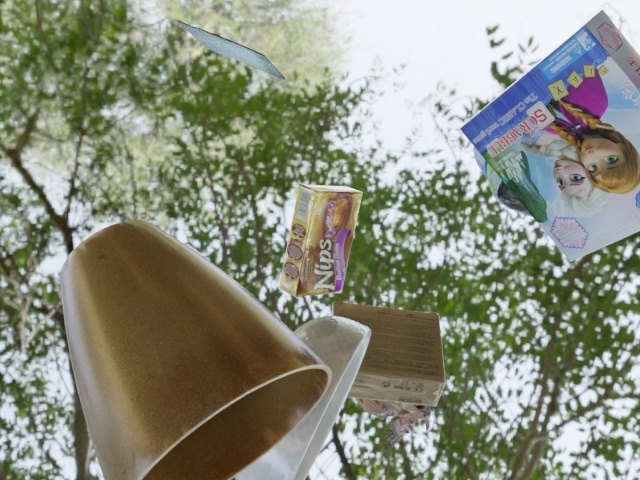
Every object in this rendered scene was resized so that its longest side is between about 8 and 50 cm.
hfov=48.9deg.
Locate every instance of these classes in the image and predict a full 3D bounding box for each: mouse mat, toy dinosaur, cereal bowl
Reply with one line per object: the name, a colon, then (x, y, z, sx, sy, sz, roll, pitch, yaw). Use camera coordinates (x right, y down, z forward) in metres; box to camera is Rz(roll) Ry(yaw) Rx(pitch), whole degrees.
mouse mat: (-0.164, -0.354, 1.316, 0.189, 0.007, 0.152, 24, -179, 14)
toy dinosaur: (0.144, 0.371, 1.624, 0.200, 0.127, 0.296, 41, 176, 5)
cereal bowl: (-0.048, 0.271, 1.168, 0.141, 0.339, 0.339, 24, -150, 10)

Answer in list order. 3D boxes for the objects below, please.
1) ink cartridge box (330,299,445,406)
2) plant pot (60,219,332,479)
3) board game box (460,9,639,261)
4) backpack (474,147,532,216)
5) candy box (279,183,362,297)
ink cartridge box: (0.132, 0.234, 1.472, 0.234, 0.088, 0.193, 7, -140, -1)
plant pot: (-0.155, 0.108, 0.726, 0.237, 0.237, 0.254, -18, -121, -38)
board game box: (0.432, -0.150, 1.151, 0.066, 0.318, 0.318, -40, -91, -32)
backpack: (0.481, -0.170, 1.450, 0.355, 0.290, 0.273, -7, -120, -37)
candy box: (0.000, 0.000, 1.203, 0.109, 0.187, 0.053, -1, -163, -42)
